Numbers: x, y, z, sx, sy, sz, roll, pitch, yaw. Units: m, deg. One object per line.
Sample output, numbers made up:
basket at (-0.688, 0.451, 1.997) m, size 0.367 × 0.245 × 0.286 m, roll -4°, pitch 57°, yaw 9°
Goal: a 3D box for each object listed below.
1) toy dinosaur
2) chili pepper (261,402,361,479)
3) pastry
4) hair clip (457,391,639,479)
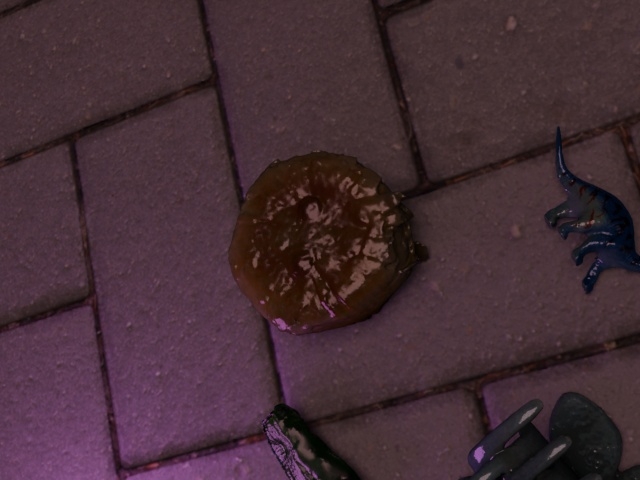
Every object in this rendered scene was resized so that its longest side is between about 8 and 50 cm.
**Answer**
toy dinosaur at (0.421, -0.016, 1.447) m, size 0.144 × 0.076 × 0.329 m, roll -40°, pitch 70°, yaw 2°
chili pepper at (-0.011, 0.365, 1.536) m, size 0.224 × 0.061 × 0.098 m, roll 45°, pitch 110°, yaw 20°
pastry at (0.000, 0.000, 1.569) m, size 0.329 × 0.136 × 0.330 m, roll -4°, pitch 78°, yaw 21°
hair clip at (0.342, 0.391, 1.302) m, size 0.392 × 0.238 × 0.318 m, roll -40°, pitch 65°, yaw 9°
